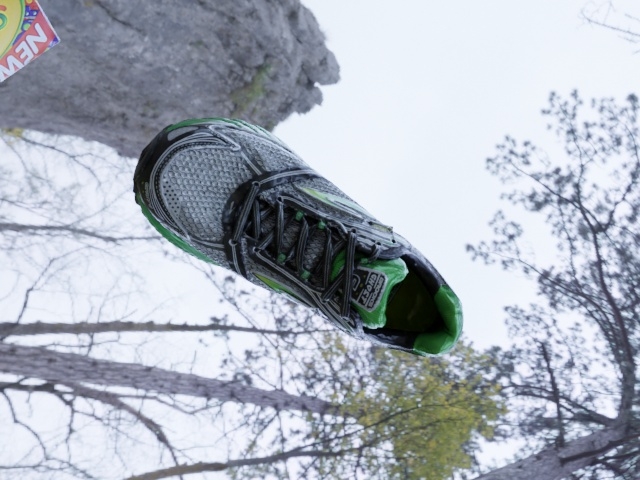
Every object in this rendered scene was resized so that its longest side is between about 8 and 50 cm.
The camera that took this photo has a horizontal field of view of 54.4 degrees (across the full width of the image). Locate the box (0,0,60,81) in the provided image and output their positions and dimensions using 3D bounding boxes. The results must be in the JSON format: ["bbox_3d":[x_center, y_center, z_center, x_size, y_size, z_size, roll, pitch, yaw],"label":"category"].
[{"bbox_3d":[-0.308,-0.129,0.206,0.177,0.279,0.290,41,-107,21],"label":"box"}]

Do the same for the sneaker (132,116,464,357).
[{"bbox_3d":[0.000,0.000,0.557,0.134,0.343,0.146,-63,-153,1],"label":"sneaker"}]
